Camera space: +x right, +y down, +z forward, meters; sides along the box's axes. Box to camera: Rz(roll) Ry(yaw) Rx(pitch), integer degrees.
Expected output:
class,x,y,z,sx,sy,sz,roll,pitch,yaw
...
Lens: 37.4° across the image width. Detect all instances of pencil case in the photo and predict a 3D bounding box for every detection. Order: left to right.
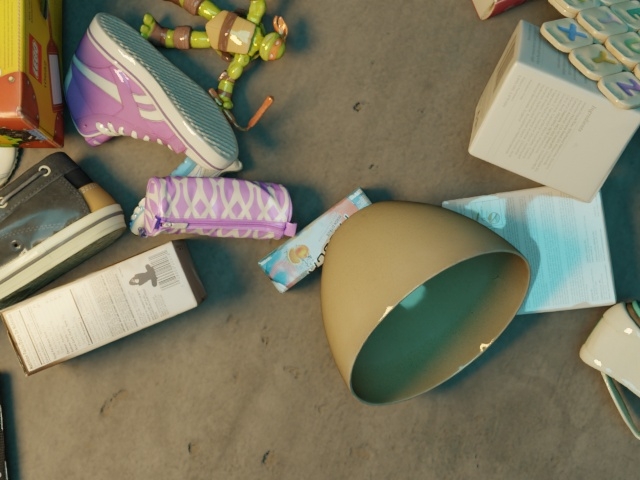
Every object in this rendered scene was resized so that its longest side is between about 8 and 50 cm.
class,x,y,z,sx,sy,sz,roll,pitch,yaw
pencil case,-0.141,-0.042,1.294,0.206,0.088,0.086,-1,118,-23

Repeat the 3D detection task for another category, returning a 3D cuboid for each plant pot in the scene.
class,x,y,z,sx,sy,sz,roll,pitch,yaw
plant pot,0.111,0.055,1.270,0.284,0.284,0.191,-36,57,-1

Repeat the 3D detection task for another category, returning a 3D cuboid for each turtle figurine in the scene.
class,x,y,z,sx,sy,sz,roll,pitch,yaw
turtle figurine,-0.131,-0.308,1.335,0.217,0.087,0.269,22,105,9

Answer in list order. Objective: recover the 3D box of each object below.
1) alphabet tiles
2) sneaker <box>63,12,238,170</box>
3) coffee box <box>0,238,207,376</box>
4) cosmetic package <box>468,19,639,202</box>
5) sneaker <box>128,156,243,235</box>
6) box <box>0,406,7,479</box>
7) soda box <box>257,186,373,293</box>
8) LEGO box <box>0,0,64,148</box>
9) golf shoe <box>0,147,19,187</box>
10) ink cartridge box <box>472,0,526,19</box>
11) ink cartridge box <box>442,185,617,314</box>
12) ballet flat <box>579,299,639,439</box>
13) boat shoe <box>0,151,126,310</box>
class,x,y,z,sx,sy,sz,roll,pitch,yaw
alphabet tiles,0.439,-0.261,1.276,0.278,0.021,0.284,-17,58,-34
sneaker,-0.244,-0.165,1.314,0.282,0.102,0.161,46,116,14
coffee box,-0.292,0.088,1.304,0.247,0.141,0.098,-22,91,0
cosmetic package,0.319,-0.176,1.283,0.184,0.151,0.151,23,127,-1
sneaker,-0.188,-0.065,1.344,0.191,0.071,0.083,-44,96,-1
box,-0.551,0.297,1.248,0.060,0.270,0.216,-5,90,40
soda box,0.000,0.000,1.347,0.183,0.063,0.058,-37,90,-1
LEGO box,-0.550,-0.374,1.253,0.373,0.193,0.500,-3,83,-1
golf shoe,-0.496,-0.088,1.330,0.069,0.086,0.176,40,87,2
ink cartridge box,0.325,-0.466,1.330,0.283,0.117,0.207,-23,90,-1
ink cartridge box,0.301,0.015,1.368,0.225,0.056,0.181,-8,90,16
ballet flat,0.521,0.263,1.334,0.139,0.139,0.400,-41,86,-1
boat shoe,-0.512,0.045,1.283,0.500,0.187,0.156,-32,90,-7
